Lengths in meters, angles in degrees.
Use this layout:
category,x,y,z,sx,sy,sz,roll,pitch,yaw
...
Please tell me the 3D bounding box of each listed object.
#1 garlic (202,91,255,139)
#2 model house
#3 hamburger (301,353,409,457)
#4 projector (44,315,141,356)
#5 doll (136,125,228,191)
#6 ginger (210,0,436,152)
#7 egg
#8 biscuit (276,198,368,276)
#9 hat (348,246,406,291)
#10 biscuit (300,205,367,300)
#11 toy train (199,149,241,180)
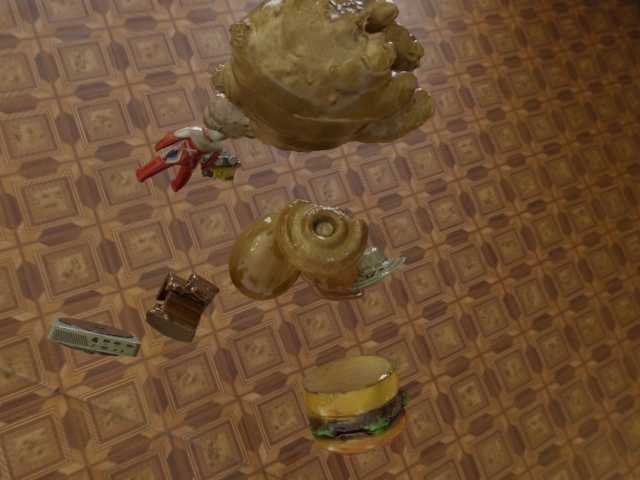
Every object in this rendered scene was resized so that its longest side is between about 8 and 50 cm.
category,x,y,z,sx,sy,sz,roll,pitch,yaw
garlic,-0.217,-0.322,1.126,0.159,0.147,0.102,4,72,-19
model house,-0.480,0.218,1.560,0.199,0.219,0.229,31,54,-19
hamburger,0.118,0.624,1.667,0.396,0.396,0.277,-14,92,-19
projector,-0.719,0.309,1.404,0.257,0.259,0.079,20,77,-25
doll,-0.382,-0.272,1.326,0.188,0.384,0.099,17,52,-53
ginger,0.004,-0.190,0.550,0.236,0.375,0.166,-14,106,1
egg,-0.178,0.051,1.524,0.250,0.250,0.322,25,95,-10
biscuit,0.000,0.000,1.302,0.274,0.091,0.213,14,70,-4
hat,0.191,0.082,1.676,0.252,0.252,0.110,-32,94,-21
biscuit,0.046,0.058,1.912,0.350,0.078,0.455,-26,80,-27
toy train,-0.438,-0.319,1.919,0.089,0.127,0.219,31,28,32
